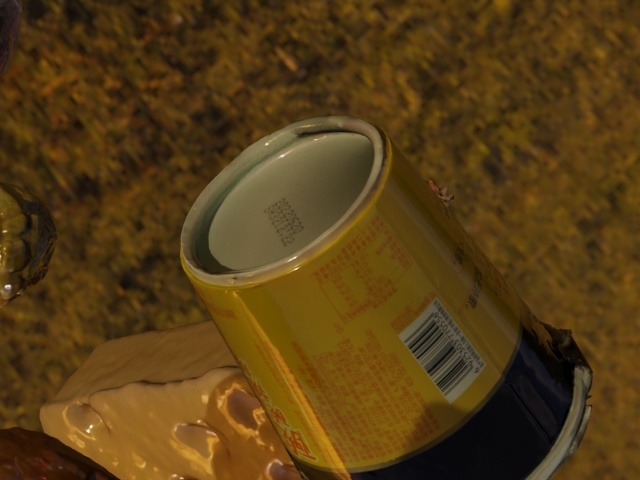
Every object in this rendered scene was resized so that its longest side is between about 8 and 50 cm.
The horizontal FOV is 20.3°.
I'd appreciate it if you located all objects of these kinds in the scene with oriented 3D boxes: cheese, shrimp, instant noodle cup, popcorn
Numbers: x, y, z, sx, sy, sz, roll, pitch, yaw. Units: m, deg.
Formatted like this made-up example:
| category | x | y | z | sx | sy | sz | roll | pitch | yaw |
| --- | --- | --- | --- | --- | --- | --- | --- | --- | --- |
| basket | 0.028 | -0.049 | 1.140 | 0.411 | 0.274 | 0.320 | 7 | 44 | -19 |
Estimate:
| category | x | y | z | sx | sy | sz | roll | pitch | yaw |
| --- | --- | --- | --- | --- | --- | --- | --- | --- | --- |
| cheese | -0.041 | 0.179 | 1.511 | 0.104 | 0.384 | 0.384 | -51 | 161 | -35 |
| shrimp | -0.331 | -0.195 | 1.776 | 0.042 | 0.190 | 0.101 | -6 | 161 | 30 |
| instant noodle cup | 0.032 | 0.053 | 1.142 | 0.215 | 0.215 | 0.236 | -37 | 123 | -5 |
| popcorn | -0.278 | 0.001 | 1.499 | 0.121 | 0.106 | 0.116 | -60 | 180 | -43 |

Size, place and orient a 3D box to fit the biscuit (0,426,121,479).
| category | x | y | z | sx | sy | sz | roll | pitch | yaw |
| --- | --- | --- | --- | --- | --- | --- | --- | --- | --- |
| biscuit | -0.193 | 0.244 | 0.990 | 0.296 | 0.296 | 0.075 | -22 | 179 | -30 |

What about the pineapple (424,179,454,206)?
| category | x | y | z | sx | sy | sz | roll | pitch | yaw |
| --- | --- | --- | --- | --- | --- | --- | --- | --- | --- |
| pineapple | 0.000 | -0.001 | 1.662 | 0.233 | 0.079 | 0.135 | -19 | 159 | 30 |
